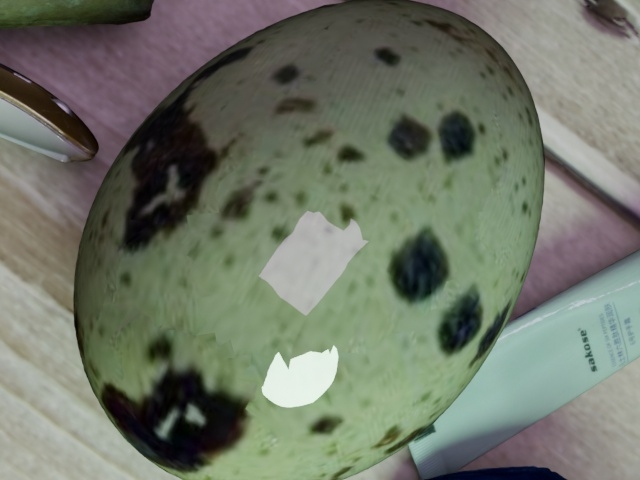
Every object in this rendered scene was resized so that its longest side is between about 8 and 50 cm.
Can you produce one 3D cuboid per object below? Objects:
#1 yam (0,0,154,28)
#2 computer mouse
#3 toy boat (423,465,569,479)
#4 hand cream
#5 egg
[{"bbox_3d":[-0.257,-0.238,1.054,0.300,0.195,0.195,-5,85,-13],"label":"yam"},{"bbox_3d":[-0.252,-0.111,1.093,0.199,0.102,0.044,22,101,-8],"label":"computer mouse"},{"bbox_3d":[0.103,0.296,1.092,0.210,0.070,0.291,12,70,31],"label":"toy boat"},{"bbox_3d":[0.204,0.079,1.176,0.321,0.067,0.109,-30,126,-14],"label":"hand cream"},{"bbox_3d":[0.000,0.000,1.036,0.379,0.287,0.287,-42,93,-21],"label":"egg"}]
